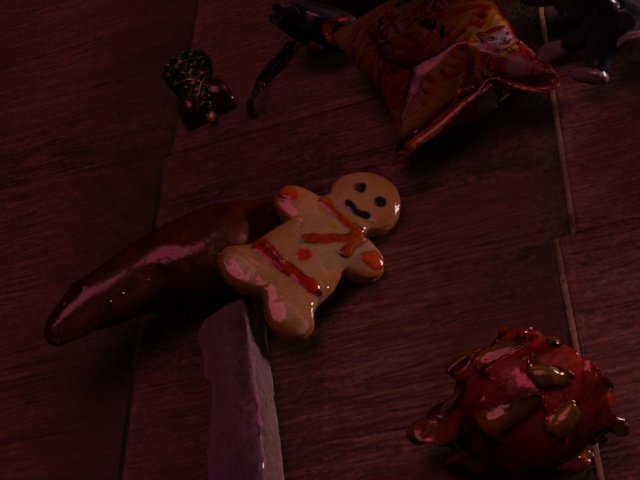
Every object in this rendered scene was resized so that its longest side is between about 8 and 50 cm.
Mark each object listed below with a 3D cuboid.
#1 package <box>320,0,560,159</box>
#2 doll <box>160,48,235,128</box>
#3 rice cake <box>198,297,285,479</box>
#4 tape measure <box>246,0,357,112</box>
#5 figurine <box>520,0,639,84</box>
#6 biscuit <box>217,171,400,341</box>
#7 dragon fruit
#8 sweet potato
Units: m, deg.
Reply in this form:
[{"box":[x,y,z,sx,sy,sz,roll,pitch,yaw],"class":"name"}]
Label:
[{"box":[0.139,-0.225,1.460,0.223,0.108,0.288,-28,50,8],"class":"package"},{"box":[-0.172,-0.211,1.633,0.078,0.077,0.113,-31,42,4],"class":"doll"},{"box":[-0.074,0.213,1.171,0.070,0.064,0.399,-26,41,15],"class":"rice cake"},{"box":[-0.024,-0.238,1.620,0.107,0.104,0.180,24,94,16],"class":"tape measure"},{"box":[0.321,-0.276,1.412,0.193,0.140,0.265,-30,18,23],"class":"figurine"},{"box":[0.000,0.000,1.322,0.153,0.030,0.234,43,60,16],"class":"biscuit"},{"box":[0.170,0.149,1.074,0.207,0.133,0.150,-22,13,29],"class":"dragon fruit"},{"box":[-0.148,0.027,1.360,0.359,0.112,0.112,-25,41,-14],"class":"sweet potato"}]
